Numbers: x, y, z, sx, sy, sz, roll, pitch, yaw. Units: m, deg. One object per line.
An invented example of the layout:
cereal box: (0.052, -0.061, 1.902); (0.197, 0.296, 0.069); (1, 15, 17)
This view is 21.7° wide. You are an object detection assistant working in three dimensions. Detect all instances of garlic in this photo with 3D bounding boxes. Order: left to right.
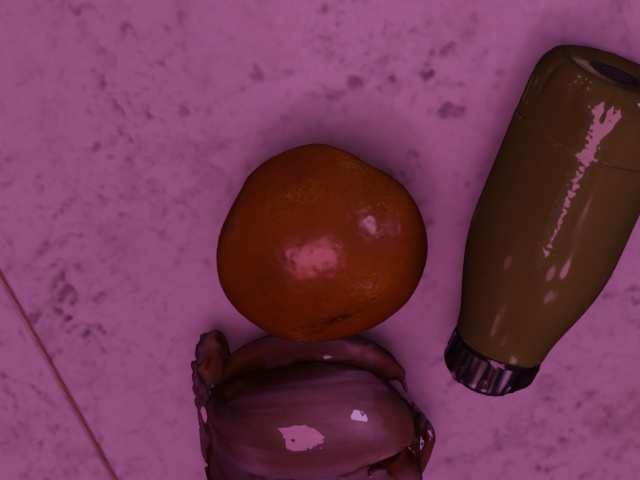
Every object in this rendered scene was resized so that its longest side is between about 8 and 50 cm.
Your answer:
garlic: (-0.012, 0.178, 1.283); (0.191, 0.160, 0.214); (6, 110, 9)

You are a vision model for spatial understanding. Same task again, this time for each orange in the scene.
orange: (0.000, 0.000, 1.220); (0.159, 0.159, 0.136); (-21, 65, 13)

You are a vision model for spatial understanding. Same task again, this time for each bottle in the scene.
bottle: (0.165, -0.007, 1.215); (0.112, 0.112, 0.260); (20, 113, -2)
